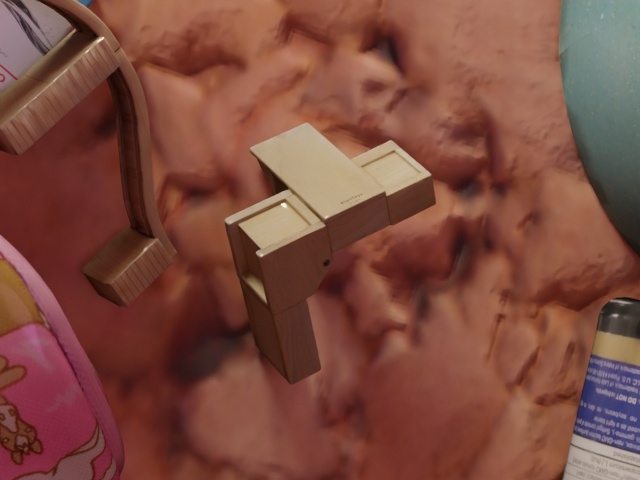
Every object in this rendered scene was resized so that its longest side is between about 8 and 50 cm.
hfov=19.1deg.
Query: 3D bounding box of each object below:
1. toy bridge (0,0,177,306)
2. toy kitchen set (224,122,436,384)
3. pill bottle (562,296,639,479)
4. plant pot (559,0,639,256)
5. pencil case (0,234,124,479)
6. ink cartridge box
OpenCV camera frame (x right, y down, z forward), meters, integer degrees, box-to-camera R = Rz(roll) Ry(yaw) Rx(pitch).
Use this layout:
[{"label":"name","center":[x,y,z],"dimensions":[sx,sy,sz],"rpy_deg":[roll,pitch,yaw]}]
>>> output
[{"label":"toy bridge","center":[-0.108,-0.061,0.757],"dimensions":[0.063,0.026,0.188],"rpy_deg":[-44,125,-19]},{"label":"toy kitchen set","center":[0.000,0.000,0.828],"dimensions":[0.083,0.068,0.075],"rpy_deg":[-26,130,-17]},{"label":"pill bottle","center":[0.162,0.143,0.852],"dimensions":[0.122,0.123,0.219],"rpy_deg":[13,89,-21]},{"label":"plant pot","center":[0.279,-0.091,0.841],"dimensions":[0.290,0.195,0.290],"rpy_deg":[-2,95,-21]},{"label":"pencil case","center":[-0.263,0.121,0.672],"dimensions":[0.386,0.160,0.167],"rpy_deg":[-34,81,-15]},{"label":"ink cartridge box","center":[-0.132,-0.089,0.774],"dimensions":[0.048,0.028,0.083],"rpy_deg":[40,80,-19]}]
